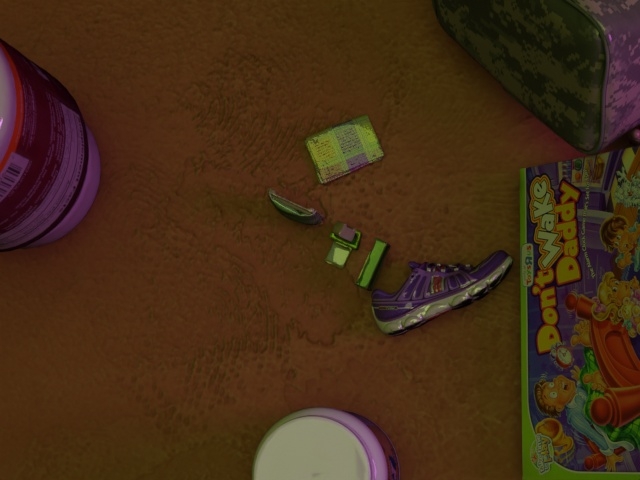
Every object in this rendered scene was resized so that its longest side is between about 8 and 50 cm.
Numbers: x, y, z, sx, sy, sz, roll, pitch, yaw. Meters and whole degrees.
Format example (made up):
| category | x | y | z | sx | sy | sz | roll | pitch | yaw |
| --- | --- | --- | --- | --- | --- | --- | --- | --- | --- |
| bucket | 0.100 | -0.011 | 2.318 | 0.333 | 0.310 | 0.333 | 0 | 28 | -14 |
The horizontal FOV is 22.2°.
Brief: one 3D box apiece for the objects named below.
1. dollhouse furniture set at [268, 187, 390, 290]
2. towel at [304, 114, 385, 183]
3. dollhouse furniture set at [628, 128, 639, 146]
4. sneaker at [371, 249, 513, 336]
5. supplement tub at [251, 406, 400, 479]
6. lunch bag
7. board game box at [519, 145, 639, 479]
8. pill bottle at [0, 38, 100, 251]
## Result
| category | x | y | z | sx | sy | sz | roll | pitch | yaw |
| --- | --- | --- | --- | --- | --- | --- | --- | --- | --- |
| dollhouse furniture set | 0.000 | 0.000 | 1.850 | 0.152 | 0.076 | 0.058 | 25 | 89 | 10 |
| towel | 0.027 | -0.107 | 1.893 | 0.083 | 0.009 | 0.060 | -23 | 79 | 4 |
| dollhouse furniture set | 0.494 | -0.187 | 1.733 | 0.356 | 0.174 | 0.303 | 33 | 94 | 11 |
| sneaker | 0.134 | 0.047 | 1.825 | 0.170 | 0.068 | 0.071 | -24 | 82 | 5 |
| supplement tub | 0.006 | 0.252 | 1.752 | 0.144 | 0.200 | 0.144 | -1 | 83 | 9 |
| lunch bag | 0.295 | -0.284 | 1.747 | 0.256 | 0.212 | 0.305 | -31 | 54 | -21 |
| board game box | 0.318 | 0.083 | 1.718 | 0.078 | 0.233 | 0.347 | 6 | 81 | -35 |
| pill bottle | -0.380 | -0.108 | 1.760 | 0.224 | 0.392 | 0.224 | -1 | 82 | 8 |
